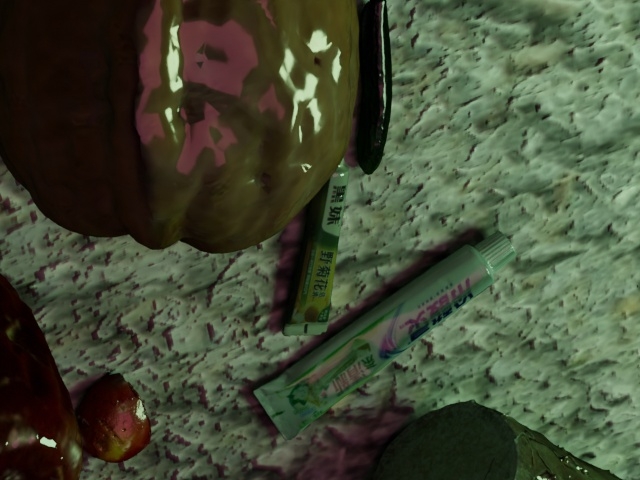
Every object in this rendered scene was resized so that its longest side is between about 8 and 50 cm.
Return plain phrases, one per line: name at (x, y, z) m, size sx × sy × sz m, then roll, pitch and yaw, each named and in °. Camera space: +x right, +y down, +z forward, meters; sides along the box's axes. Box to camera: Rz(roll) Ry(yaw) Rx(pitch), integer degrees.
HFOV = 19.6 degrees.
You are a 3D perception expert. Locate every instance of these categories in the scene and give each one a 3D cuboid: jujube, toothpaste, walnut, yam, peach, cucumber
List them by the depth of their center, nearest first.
walnut at (-0.116, -0.164, 1.499) m, size 0.306 × 0.306 × 0.344 m, roll -8°, pitch 122°, yaw -24°
jujube at (-0.318, 0.126, 1.504) m, size 0.223 × 0.318 × 0.223 m, roll -17°, pitch 124°, yaw -28°
cucumber at (0.052, -0.147, 1.742) m, size 0.036 × 0.033 × 0.184 m, roll -26°, pitch 125°, yaw -44°
peach at (-0.190, 0.171, 1.751) m, size 0.077 × 0.050 × 0.083 m, roll 23°, pitch 96°, yaw -34°
toothpaste at (0.000, 0.000, 1.781) m, size 0.049 × 0.031 × 0.204 m, roll -1°, pitch 115°, yaw -26°
toothpaste at (0.069, 0.089, 1.850) m, size 0.297 × 0.048 × 0.075 m, roll -36°, pitch 123°, yaw -5°
yam at (0.230, 0.313, 1.923) m, size 0.348 × 0.241 × 0.241 m, roll 32°, pitch 95°, yaw -31°
